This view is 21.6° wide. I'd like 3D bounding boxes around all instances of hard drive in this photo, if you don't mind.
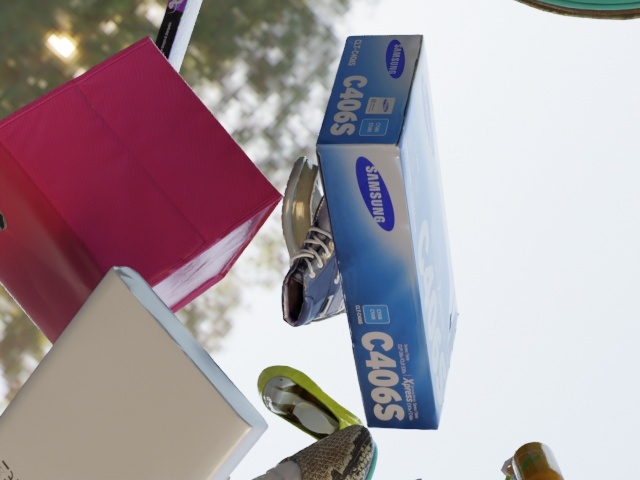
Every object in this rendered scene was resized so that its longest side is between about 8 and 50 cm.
[{"bbox_3d":[-0.233,0.234,1.707,0.233,0.047,0.353,47,-70,24],"label":"hard drive"}]

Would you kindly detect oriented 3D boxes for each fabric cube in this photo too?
[{"bbox_3d":[-0.250,-0.036,2.014,0.259,0.258,0.254,-36,173,-33],"label":"fabric cube"}]

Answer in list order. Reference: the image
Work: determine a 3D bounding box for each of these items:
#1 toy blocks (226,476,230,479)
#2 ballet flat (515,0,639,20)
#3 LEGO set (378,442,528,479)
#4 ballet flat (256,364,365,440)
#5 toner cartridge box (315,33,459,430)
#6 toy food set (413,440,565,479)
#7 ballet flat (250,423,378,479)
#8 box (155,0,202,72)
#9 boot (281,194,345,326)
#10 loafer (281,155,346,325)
[{"bbox_3d":[-0.166,0.364,2.108,0.054,0.123,0.148,-2,-102,34],"label":"toy blocks"},{"bbox_3d":[0.296,-0.240,1.307,0.348,0.123,0.123,-4,-132,30],"label":"ballet flat"},{"bbox_3d":[0.198,0.299,2.000,0.132,0.287,0.107,46,-47,36],"label":"LEGO set"},{"bbox_3d":[-0.028,0.245,2.492,0.231,0.077,0.077,30,-79,37],"label":"ballet flat"},{"bbox_3d":[0.068,-0.001,1.545,0.075,0.348,0.165,0,-138,12],"label":"toner cartridge box"},{"bbox_3d":[0.121,0.280,1.511,0.232,0.111,0.104,-22,-164,4],"label":"toy food set"},{"bbox_3d":[-0.091,0.451,2.280,0.483,0.182,0.164,-64,-156,0],"label":"ballet flat"},{"bbox_3d":[-0.206,-0.289,2.371,0.116,0.029,0.162,-62,174,-67],"label":"box"},{"bbox_3d":[0.004,0.014,1.979,0.069,0.190,0.086,25,-148,33],"label":"boot"},{"bbox_3d":[0.000,0.000,2.284,0.087,0.251,0.094,1,-149,10],"label":"loafer"}]
